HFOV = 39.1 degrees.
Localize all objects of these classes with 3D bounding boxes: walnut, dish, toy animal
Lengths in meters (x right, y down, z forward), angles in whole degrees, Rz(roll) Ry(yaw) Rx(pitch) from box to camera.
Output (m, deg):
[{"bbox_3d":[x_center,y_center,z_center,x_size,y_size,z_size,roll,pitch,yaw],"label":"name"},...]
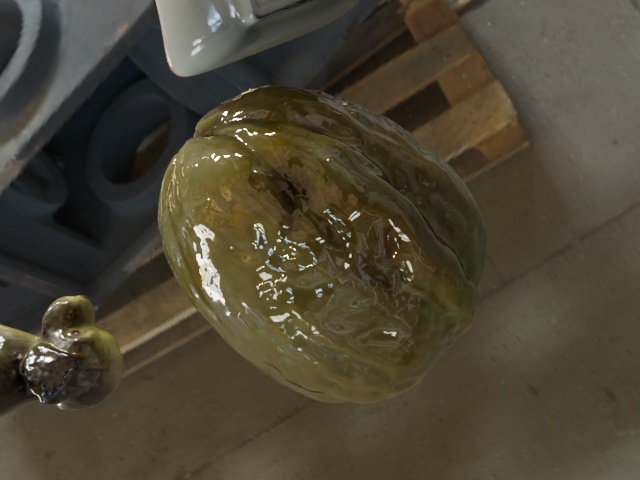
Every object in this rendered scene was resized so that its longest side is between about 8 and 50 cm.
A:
[{"bbox_3d":[0.000,0.000,0.732,0.283,0.283,0.227,24,73,33],"label":"walnut"},{"bbox_3d":[-0.037,-0.227,0.692,0.077,0.212,0.151,4,117,43],"label":"dish"},{"bbox_3d":[-0.316,0.124,0.877,0.169,0.233,0.121,22,120,48],"label":"toy animal"}]
